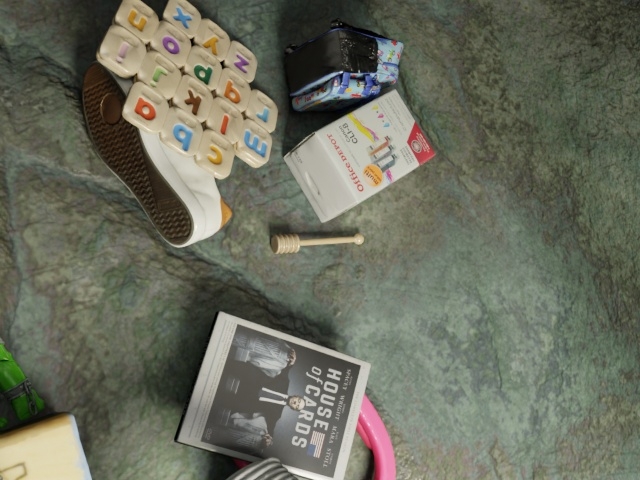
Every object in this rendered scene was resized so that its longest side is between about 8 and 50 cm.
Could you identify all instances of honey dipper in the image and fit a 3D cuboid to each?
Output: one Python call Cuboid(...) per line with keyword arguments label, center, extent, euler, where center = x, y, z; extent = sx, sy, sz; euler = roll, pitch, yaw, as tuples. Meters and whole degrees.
Cuboid(label="honey dipper", center=(0.000, 0.000, 1.051), extent=(0.161, 0.030, 0.030), euler=(-5, 79, -29))

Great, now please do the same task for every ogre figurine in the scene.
Cuboid(label="ogre figurine", center=(-0.436, 0.169, 0.765), extent=(0.197, 0.097, 0.118), euler=(-10, 93, 6))

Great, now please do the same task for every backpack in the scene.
Cuboid(label="backpack", center=(0.049, -0.274, 1.079), extent=(0.173, 0.158, 0.116), euler=(-5, 88, -38))

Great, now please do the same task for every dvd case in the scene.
Cuboid(label="dvd case", center=(-0.058, 0.219, 0.913), extent=(0.239, 0.030, 0.179), euler=(21, 71, -16))

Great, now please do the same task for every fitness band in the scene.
Cuboid(label="fitness band", center=(-0.012, 0.293, 0.957), extent=(0.209, 0.054, 0.290), euler=(-34, 92, -28))

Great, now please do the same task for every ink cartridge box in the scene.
Cuboid(label="ink cartridge box", center=(0.059, -0.132, 1.056), extent=(0.176, 0.127, 0.128), euler=(-33, 93, -27))

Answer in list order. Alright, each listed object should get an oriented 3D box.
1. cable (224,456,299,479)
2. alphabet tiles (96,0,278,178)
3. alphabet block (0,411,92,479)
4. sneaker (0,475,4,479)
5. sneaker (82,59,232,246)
Cuboid(label="cable", center=(-0.119, 0.370, 0.782), extent=(0.089, 0.257, 0.257), euler=(41, 28, 21))
Cuboid(label="alphabet tiles", center=(-0.181, -0.227, 0.968), extent=(0.284, 0.021, 0.277), euler=(33, 45, -31))
Cuboid(label="alphabet block", center=(-0.350, 0.309, 0.715), extent=(0.197, 0.192, 0.193), euler=(-15, 82, -29))
Cuboid(label="sneaker", center=(-0.317, 0.253, 0.605), extent=(0.075, 0.057, 0.161), euler=(-39, 98, -34))
Cuboid(label="sneaker", center=(-0.231, -0.127, 0.950), extent=(0.290, 0.106, 0.123), euler=(59, 33, 3))
